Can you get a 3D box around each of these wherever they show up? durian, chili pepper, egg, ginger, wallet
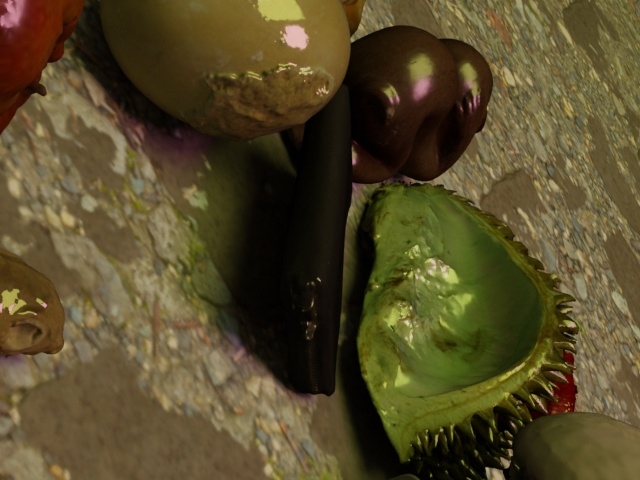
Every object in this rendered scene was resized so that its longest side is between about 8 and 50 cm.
[{"bbox_3d":[0.115,0.077,1.136,0.198,0.163,0.394,9,42,-8],"label":"durian"},{"bbox_3d":[0.237,0.178,1.267,0.050,0.059,0.268,18,40,1],"label":"chili pepper"},{"bbox_3d":[-0.070,-0.158,0.940,0.201,0.164,0.164,19,48,-32],"label":"egg"},{"bbox_3d":[-0.211,0.028,0.677,0.173,0.051,0.069,7,54,-51],"label":"ginger"},{"bbox_3d":[0.000,0.000,0.985,0.149,0.044,0.250,85,8,-46],"label":"wallet"}]

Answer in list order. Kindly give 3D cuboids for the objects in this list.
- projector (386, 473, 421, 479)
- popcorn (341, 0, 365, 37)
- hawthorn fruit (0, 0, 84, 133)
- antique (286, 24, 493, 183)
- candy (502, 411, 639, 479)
[{"bbox_3d":[0.066,0.228,0.906,0.082,0.083,0.083,35,38,-40],"label":"projector"},{"bbox_3d":[-0.016,-0.268,1.107,0.167,0.185,0.187,24,53,-24],"label":"popcorn"},{"bbox_3d":[-0.236,-0.151,0.657,0.225,0.196,0.196,32,38,-17],"label":"hawthorn fruit"},{"bbox_3d":[0.083,-0.137,1.179,0.121,0.143,0.257,56,26,16],"label":"antique"},{"bbox_3d":[0.286,0.325,0.972,0.427,0.186,0.386,63,4,-62],"label":"candy"}]
